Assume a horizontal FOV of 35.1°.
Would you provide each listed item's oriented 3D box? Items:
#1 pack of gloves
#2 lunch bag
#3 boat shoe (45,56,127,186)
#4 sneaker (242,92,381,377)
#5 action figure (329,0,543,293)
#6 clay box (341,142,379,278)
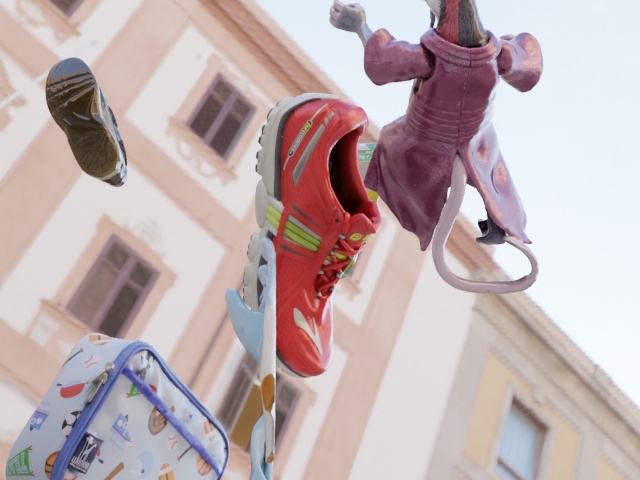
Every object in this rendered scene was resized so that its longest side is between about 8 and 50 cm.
[{"bbox_3d":[-0.059,0.120,0.834,0.046,0.232,0.195,2,-61,-3],"label":"pack of gloves"},{"bbox_3d":[-0.240,0.265,1.269,0.114,0.243,0.303,8,-36,32],"label":"lunch bag"},{"bbox_3d":[-0.230,-0.114,0.996,0.056,0.152,0.049,-23,-28,-1],"label":"boat shoe"},{"bbox_3d":[0.000,0.000,0.965,0.118,0.107,0.279,4,-82,29],"label":"sneaker"},{"bbox_3d":[0.141,-0.149,1.190,0.248,0.276,0.370,-3,-44,-1],"label":"action figure"},{"bbox_3d":[0.012,-0.035,1.484,0.053,0.127,0.222,50,-47,38],"label":"clay box"}]
